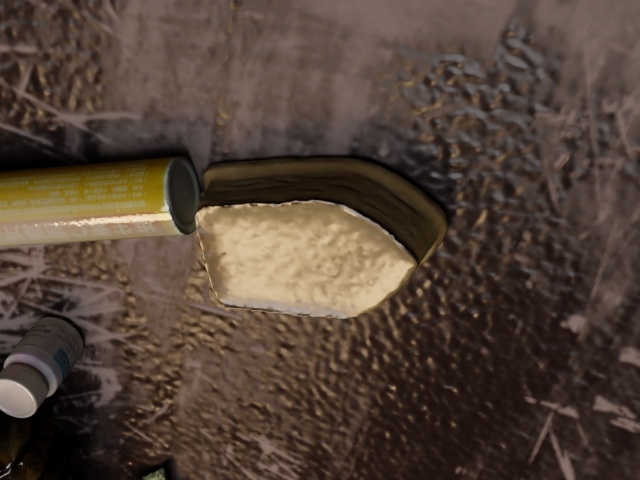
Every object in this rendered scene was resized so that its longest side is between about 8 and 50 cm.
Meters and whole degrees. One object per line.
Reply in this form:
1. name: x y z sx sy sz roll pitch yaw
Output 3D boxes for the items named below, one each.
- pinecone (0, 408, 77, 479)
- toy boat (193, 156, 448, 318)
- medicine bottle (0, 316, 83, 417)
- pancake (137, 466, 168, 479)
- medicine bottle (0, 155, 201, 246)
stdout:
1. pinecone: -0.335 0.253 0.910 0.244 0.243 0.257 -15 154 25
2. toy boat: 0.000 0.000 0.735 0.188 0.061 0.116 0 122 17
3. medicine bottle: -0.252 0.112 0.868 0.052 0.089 0.052 8 124 12
4. pancake: -0.029 0.370 1.001 0.427 0.067 0.304 8 117 13
5. medicine bottle: -0.207 -0.029 0.775 0.218 0.074 0.074 -4 121 17
